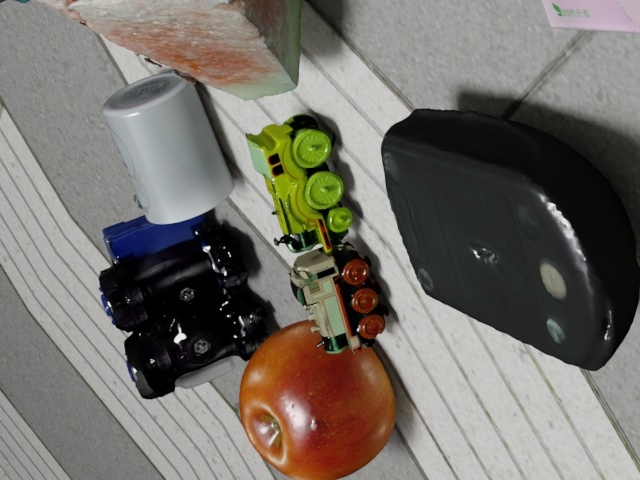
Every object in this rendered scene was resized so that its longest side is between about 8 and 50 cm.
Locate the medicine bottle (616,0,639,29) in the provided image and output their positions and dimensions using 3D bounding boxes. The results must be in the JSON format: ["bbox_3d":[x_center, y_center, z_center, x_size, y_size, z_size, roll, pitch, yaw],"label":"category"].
[{"bbox_3d":[0.259,-0.197,0.756,0.178,0.290,0.178,42,152,29],"label":"medicine bottle"}]

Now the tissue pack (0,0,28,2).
[{"bbox_3d":[-0.431,-0.331,1.943,0.287,0.198,0.206,8,125,55],"label":"tissue pack"}]

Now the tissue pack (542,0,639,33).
[{"bbox_3d":[0.222,-0.198,1.052,0.246,0.092,0.148,12,131,56],"label":"tissue pack"}]

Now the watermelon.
[{"bbox_3d":[-0.122,-0.249,1.487,0.193,0.232,0.310,3,111,19],"label":"watermelon"}]

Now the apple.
[{"bbox_3d":[-0.006,0.164,1.821,0.163,0.139,0.163,44,154,29],"label":"apple"}]

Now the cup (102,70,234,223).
[{"bbox_3d":[-0.165,-0.097,1.853,0.136,0.099,0.133,15,133,54],"label":"cup"}]

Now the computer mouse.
[{"bbox_3d":[0.158,-0.011,1.373,0.269,0.100,0.170,26,137,55],"label":"computer mouse"}]

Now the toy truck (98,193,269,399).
[{"bbox_3d":[-0.162,0.053,1.990,0.177,0.161,0.213,-125,16,-57],"label":"toy truck"}]

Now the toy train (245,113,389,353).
[{"bbox_3d":[0.000,0.000,1.691,0.053,0.085,0.250,47,159,60],"label":"toy train"}]
